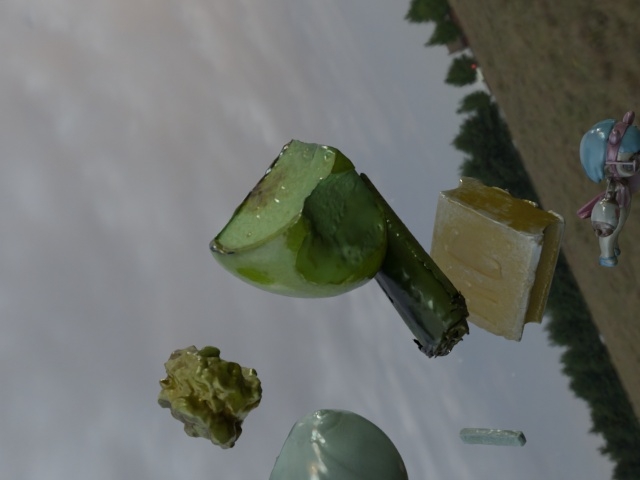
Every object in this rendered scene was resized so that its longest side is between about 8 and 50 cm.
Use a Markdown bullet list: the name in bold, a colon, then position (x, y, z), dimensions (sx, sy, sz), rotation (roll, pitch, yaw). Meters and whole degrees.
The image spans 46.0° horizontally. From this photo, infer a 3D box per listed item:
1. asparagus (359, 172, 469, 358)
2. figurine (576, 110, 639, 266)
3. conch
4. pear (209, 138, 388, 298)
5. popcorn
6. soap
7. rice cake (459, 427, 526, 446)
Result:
- **asparagus**: position (0.148, 0.043, 1.437), dimensions (0.108, 0.128, 0.382), rotation (-11, -124, -39)
- **figurine**: position (0.471, -0.072, 1.252), dimensions (0.205, 0.103, 0.260), rotation (-34, -52, -38)
- **conch**: position (0.024, 0.305, 0.916), dimensions (0.121, 0.185, 0.221), rotation (106, 158, -46)
- **pear**: position (0.000, 0.000, 1.308), dimensions (0.176, 0.286, 0.282), rotation (19, 157, 47)
- **popcorn**: position (-0.196, 0.269, 1.317), dimensions (0.197, 0.155, 0.197), rotation (28, 169, 6)
- **soap**: position (0.419, 0.047, 1.855), dimensions (0.293, 0.156, 0.335), rotation (32, 135, 34)
- **rice cake**: position (0.381, 0.438, 1.678), dimensions (0.029, 0.171, 0.033), rotation (-45, -69, -38)
